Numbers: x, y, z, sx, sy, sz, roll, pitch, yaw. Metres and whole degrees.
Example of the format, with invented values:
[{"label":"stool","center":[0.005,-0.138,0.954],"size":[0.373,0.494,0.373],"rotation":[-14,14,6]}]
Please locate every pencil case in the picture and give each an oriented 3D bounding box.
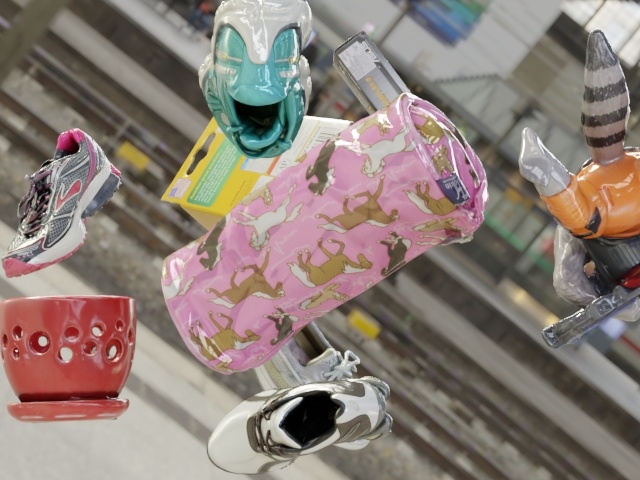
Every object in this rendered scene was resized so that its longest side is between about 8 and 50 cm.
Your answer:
[{"label":"pencil case","center":[0.000,0.000,1.529],"size":[0.160,0.386,0.167],"rotation":[32,33,-48]}]

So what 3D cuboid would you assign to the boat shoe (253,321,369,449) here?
[{"label":"boat shoe","center":[-0.032,0.140,1.805],"size":[0.320,0.103,0.118],"rotation":[51,28,12]}]

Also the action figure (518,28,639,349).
[{"label":"action figure","center":[0.320,-0.062,1.241],"size":[0.178,0.341,0.330],"rotation":[60,-3,23]}]

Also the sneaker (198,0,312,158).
[{"label":"sneaker","center":[-0.062,-0.124,1.221],"size":[0.107,0.110,0.275],"rotation":[1,-15,0]}]

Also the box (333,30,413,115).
[{"label":"box","center":[0.106,-0.191,1.974],"size":[0.231,0.056,0.183],"rotation":[53,0,-2]}]

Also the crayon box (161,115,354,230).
[{"label":"crayon box","center":[-0.085,-0.103,2.162],"size":[0.323,0.203,0.083],"rotation":[14,-23,46]}]

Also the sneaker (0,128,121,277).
[{"label":"sneaker","center":[-0.421,-0.053,2.098],"size":[0.112,0.121,0.299],"rotation":[59,32,-29]}]

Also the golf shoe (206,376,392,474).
[{"label":"golf shoe","center":[-0.035,0.165,1.230],"size":[0.094,0.198,0.077],"rotation":[11,60,-59]}]

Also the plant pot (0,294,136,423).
[{"label":"plant pot","center":[-0.349,0.165,1.881],"size":[0.191,0.174,0.191],"rotation":[-3,-8,0]}]
